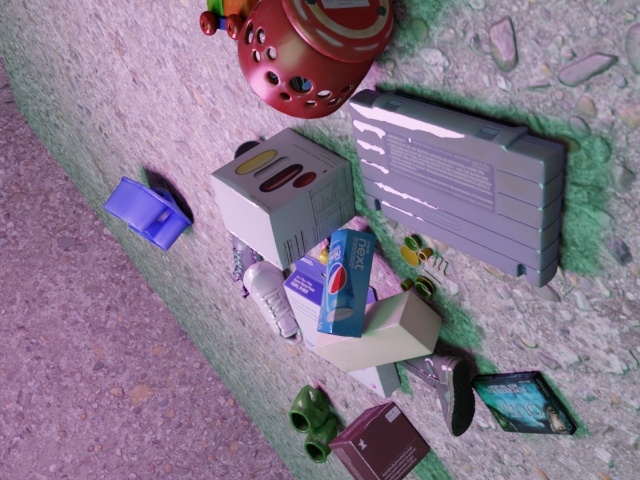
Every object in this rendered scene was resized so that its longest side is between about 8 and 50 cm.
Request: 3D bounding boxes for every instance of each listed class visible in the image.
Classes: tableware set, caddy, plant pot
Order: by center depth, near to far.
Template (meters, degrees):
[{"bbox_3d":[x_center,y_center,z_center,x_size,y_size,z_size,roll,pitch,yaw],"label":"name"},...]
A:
[{"bbox_3d":[-0.002,-0.291,0.849,0.191,0.191,0.174,55,150,-3],"label":"plant pot"},{"bbox_3d":[0.183,0.058,1.150,0.104,0.024,0.154,43,153,23],"label":"tableware set"},{"bbox_3d":[-0.594,-0.110,2.097,0.341,0.179,0.241,22,164,48],"label":"caddy"}]

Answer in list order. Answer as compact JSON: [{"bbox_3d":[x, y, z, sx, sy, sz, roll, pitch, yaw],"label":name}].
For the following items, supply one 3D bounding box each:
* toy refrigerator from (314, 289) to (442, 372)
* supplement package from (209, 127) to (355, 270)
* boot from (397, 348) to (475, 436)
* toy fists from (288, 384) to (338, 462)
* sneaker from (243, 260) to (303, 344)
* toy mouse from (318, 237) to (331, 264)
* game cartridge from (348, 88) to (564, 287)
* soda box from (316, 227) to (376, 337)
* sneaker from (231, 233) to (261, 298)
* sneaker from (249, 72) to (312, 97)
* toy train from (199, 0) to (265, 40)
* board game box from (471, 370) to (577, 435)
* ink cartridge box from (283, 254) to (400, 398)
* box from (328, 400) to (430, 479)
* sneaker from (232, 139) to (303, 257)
[{"bbox_3d":[0.116,0.193,1.258,0.102,0.094,0.269,40,141,-19],"label":"toy refrigerator"},{"bbox_3d":[-0.072,-0.089,1.196,0.194,0.203,0.149,33,148,36],"label":"supplement package"},{"bbox_3d":[0.225,0.287,1.265,0.208,0.076,0.190,15,112,53],"label":"boot"},{"bbox_3d":[-0.011,0.614,2.038,0.096,0.142,0.279,-8,120,27],"label":"toy fists"},{"bbox_3d":[-0.115,0.176,1.686,0.152,0.114,0.305,48,167,45],"label":"sneaker"},{"bbox_3d":[0.000,0.000,1.327,0.143,0.031,0.161,66,-169,27],"label":"toy mouse"},{"bbox_3d":[0.195,-0.093,0.910,0.355,0.068,0.230,30,141,41],"label":"game cartridge"},{"bbox_3d":[0.052,0.086,1.209,0.067,0.071,0.210,-12,66,62],"label":"soda box"},{"bbox_3d":[-0.227,0.067,1.772,0.083,0.098,0.224,17,136,51],"label":"sneaker"},{"bbox_3d":[-0.081,-0.290,1.108,0.188,0.078,0.067,20,138,51],"label":"sneaker"},{"bbox_3d":[-0.111,-0.413,1.000,0.248,0.105,0.144,26,130,44],"label":"toy train"},{"bbox_3d":[0.375,0.306,1.128,0.126,0.026,0.186,54,154,0],"label":"board game box"},{"bbox_3d":[0.039,0.208,1.533,0.324,0.071,0.330,24,143,47],"label":"ink cartridge box"},{"bbox_3d":[0.157,0.571,1.659,0.167,0.168,0.203,52,155,7],"label":"box"},{"bbox_3d":[-0.111,-0.089,1.395,0.292,0.110,0.118,64,162,-1],"label":"sneaker"}]
